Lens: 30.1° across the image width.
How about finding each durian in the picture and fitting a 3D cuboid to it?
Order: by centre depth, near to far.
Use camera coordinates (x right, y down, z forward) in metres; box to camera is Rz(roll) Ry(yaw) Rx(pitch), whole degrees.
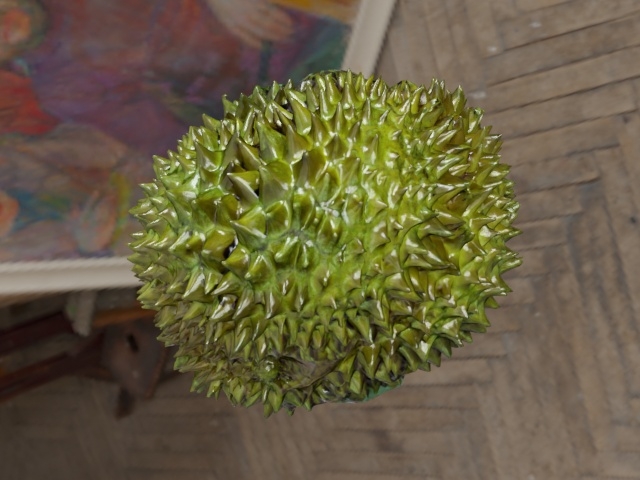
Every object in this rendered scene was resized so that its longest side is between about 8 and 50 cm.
[{"bbox_3d":[0.000,0.004,0.792,0.291,0.291,0.225,-4,105,47],"label":"durian"}]
